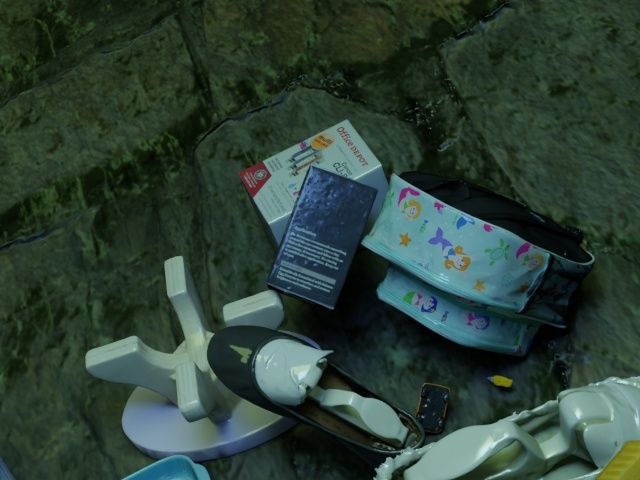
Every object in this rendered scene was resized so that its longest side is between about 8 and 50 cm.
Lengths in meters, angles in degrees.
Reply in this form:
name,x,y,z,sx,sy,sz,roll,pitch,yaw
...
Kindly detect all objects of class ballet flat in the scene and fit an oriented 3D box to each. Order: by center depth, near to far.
name,x,y,z,sx,sy,sz,roll,pitch,yaw
ballet flat,0.244,0.235,1.406,0.409,0.147,0.147,-21,44,1
ballet flat,0.005,0.171,1.479,0.280,0.096,0.095,29,67,-9

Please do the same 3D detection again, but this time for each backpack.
name,x,y,z,sx,sy,sz,roll,pitch,yaw
backpack,0.175,0.021,1.551,0.225,0.253,0.191,32,96,40

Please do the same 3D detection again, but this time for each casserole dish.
name,x,y,z,sx,sy,sz,roll,pitch,yaw
casserole dish,-0.214,0.336,1.562,0.188,0.037,0.114,-28,44,-4

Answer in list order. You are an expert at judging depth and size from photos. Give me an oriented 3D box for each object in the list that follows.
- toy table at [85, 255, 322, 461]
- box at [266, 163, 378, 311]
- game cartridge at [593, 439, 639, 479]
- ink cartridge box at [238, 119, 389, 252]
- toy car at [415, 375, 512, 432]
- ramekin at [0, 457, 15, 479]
name,x,y,z,sx,sy,sz,roll,pitch,yaw
toy table,-0.143,0.155,1.620,0.274,0.161,0.252,-27,44,-2
box,0.000,0.000,1.617,0.093,0.156,0.158,21,85,0
game cartridge,0.286,0.383,1.167,0.323,0.285,0.052,-43,8,-23
ink cartridge box,0.002,-0.056,1.785,0.176,0.127,0.128,-27,44,-6
toy car,0.170,0.196,1.555,0.122,0.060,0.040,-5,0,-5
ramekin,-0.503,0.348,1.597,0.277,0.135,0.277,-11,46,12
